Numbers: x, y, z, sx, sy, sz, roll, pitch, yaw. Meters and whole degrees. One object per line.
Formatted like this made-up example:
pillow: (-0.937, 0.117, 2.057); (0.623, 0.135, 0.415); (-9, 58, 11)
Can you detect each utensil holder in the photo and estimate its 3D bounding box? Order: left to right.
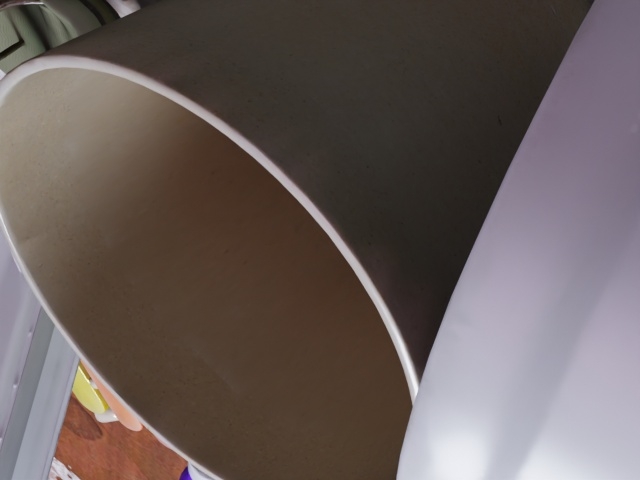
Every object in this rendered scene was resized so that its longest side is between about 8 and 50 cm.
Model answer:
utensil holder: (0.274, 0.054, 0.445); (0.386, 0.327, 0.327); (26, 142, 17)

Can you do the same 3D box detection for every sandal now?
sandal: (-0.207, -0.135, 0.854); (0.303, 0.086, 0.120); (32, 147, 58)

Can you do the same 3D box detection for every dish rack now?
dish rack: (-0.323, 0.095, 1.059); (0.286, 0.332, 0.072); (1, 163, 41)

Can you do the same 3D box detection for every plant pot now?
plant pot: (0.020, -0.047, 0.612); (0.257, 0.274, 0.256); (28, 142, 24)

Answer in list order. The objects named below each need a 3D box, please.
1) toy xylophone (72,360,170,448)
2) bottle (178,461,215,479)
toy xylophone: (-0.221, 0.119, 1.189); (0.323, 0.081, 0.236); (-4, 125, 46)
bottle: (-0.096, 0.288, 1.213); (0.092, 0.118, 0.282); (27, 141, 19)
